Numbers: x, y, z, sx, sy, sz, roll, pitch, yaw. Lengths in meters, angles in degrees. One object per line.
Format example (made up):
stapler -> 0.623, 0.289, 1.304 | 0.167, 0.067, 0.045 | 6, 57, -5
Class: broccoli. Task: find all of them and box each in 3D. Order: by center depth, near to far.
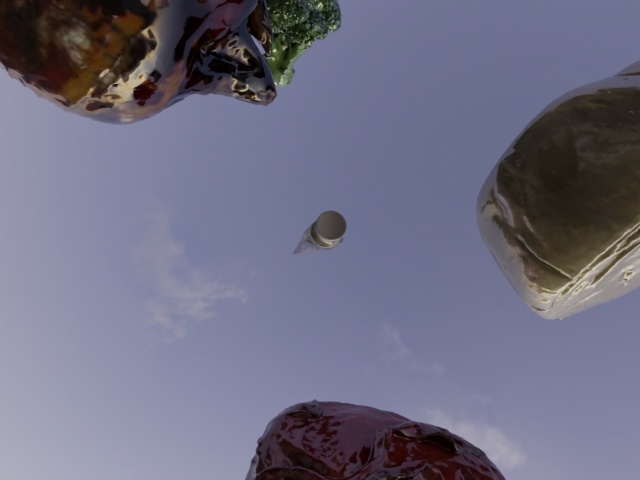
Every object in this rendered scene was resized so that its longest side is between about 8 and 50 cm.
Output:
broccoli -> -0.080, -0.480, 0.922 | 0.270, 0.270, 0.270 | 36, -43, 26

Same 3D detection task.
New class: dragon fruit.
dragon fruit -> 0.064, 0.269, 0.521 | 0.330, 0.286, 0.227 | -21, -59, 21

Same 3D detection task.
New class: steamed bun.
steamed bun -> 0.381, -0.066, 0.590 | 0.383, 0.237, 0.246 | -59, -136, 38

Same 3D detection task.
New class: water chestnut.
water chestnut -> -0.160, -0.234, 0.372 | 0.245, 0.289, 0.288 | 8, -78, 2

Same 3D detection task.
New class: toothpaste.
toothpaste -> 0.000, 0.000, 0.893 | 0.266, 0.097, 0.061 | 130, -49, -75
